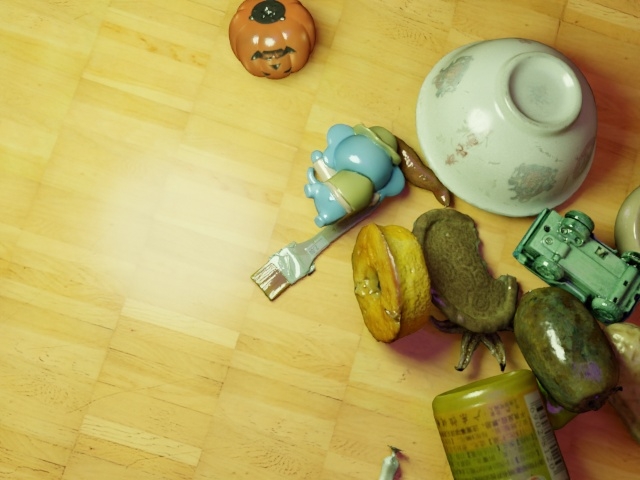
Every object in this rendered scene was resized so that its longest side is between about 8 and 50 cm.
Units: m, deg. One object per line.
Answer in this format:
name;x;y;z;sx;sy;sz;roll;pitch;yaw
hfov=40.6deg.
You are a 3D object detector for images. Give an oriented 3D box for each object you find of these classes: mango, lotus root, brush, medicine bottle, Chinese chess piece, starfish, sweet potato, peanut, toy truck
mango;0.513;0.320;1.835;0.163;0.089;0.117;-36;82;-11
lotus root;0.496;0.213;1.763;0.160;0.152;0.275;-22;51;-4
brush;0.000;0.000;1.871;0.336;0.020;0.085;-39;86;-12
medicine bottle;0.380;0.468;1.725;0.224;0.224;0.384;-17;82;-9
Chinese chess piece;0.790;-0.015;1.924;0.273;0.102;0.273;1;79;-7
starfish;0.339;0.179;1.862;0.213;0.057;0.238;-5;61;-13
sweet potato;0.216;-0.152;1.910;0.202;0.055;0.058;46;121;0
peanut;0.673;0.310;1.817;0.147;0.147;0.305;-36;95;-11
toy truck;0.562;0.055;1.856;0.279;0.156;0.155;36;78;0

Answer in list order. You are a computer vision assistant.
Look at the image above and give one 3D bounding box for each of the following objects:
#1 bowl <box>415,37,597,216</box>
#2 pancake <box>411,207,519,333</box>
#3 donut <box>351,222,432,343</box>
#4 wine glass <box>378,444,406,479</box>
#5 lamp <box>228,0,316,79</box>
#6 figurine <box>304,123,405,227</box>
bowl;0.440;-0.284;1.866;0.435;0.196;0.434;3;74;-11
pancake;0.312;0.062;1.842;0.286;0.033;0.288;15;57;-25
donut;0.137;0.083;1.766;0.118;0.253;0.253;-14;81;-18
wine glass;0.147;0.469;1.790;0.042;0.039;0.083;16;80;8
lamp;-0.102;-0.437;1.873;0.188;0.164;0.187;-4;59;6
figurine;0.060;-0.145;1.838;0.262;0.154;0.180;-35;60;-25
